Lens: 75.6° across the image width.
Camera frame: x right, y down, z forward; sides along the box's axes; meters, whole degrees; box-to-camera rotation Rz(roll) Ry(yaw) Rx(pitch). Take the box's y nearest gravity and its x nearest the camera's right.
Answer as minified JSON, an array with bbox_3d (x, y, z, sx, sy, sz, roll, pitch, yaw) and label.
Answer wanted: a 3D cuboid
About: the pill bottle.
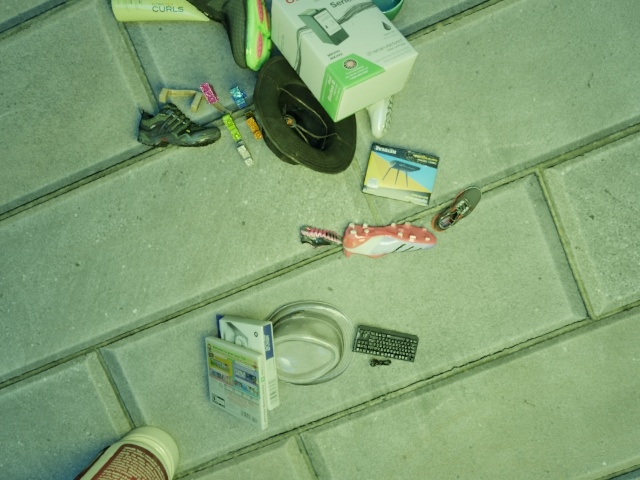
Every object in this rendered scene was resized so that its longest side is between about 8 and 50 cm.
[{"bbox_3d":[-0.513,0.650,1.019,0.223,0.392,0.224,0,95,3],"label":"pill bottle"}]

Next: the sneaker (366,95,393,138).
[{"bbox_3d":[0.142,-0.381,1.066,0.094,0.090,0.235,4,88,11],"label":"sneaker"}]

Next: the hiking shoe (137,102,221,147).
[{"bbox_3d":[-0.375,-0.305,1.085,0.226,0.086,0.114,0,98,3],"label":"hiking shoe"}]

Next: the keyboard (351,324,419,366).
[{"bbox_3d":[0.177,0.299,1.129,0.180,0.023,0.108,13,95,-11],"label":"keyboard"}]

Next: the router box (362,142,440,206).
[{"bbox_3d":[0.210,-0.173,1.093,0.178,0.046,0.133,12,96,1],"label":"router box"}]

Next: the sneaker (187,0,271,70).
[{"bbox_3d":[-0.259,-0.620,1.017,0.202,0.185,0.483,-23,83,5],"label":"sneaker"}]

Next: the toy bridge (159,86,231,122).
[{"bbox_3d":[-0.327,-0.366,1.089,0.188,0.026,0.063,17,55,-13],"label":"toy bridge"}]

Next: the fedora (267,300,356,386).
[{"bbox_3d":[-0.037,0.293,1.103,0.275,0.124,0.244,1,95,2],"label":"fedora"}]

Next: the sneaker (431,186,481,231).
[{"bbox_3d":[0.366,-0.077,1.085,0.158,0.065,0.061,-45,92,5],"label":"sneaker"}]

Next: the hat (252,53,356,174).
[{"bbox_3d":[-0.055,-0.284,1.031,0.331,0.331,0.134,54,136,-3],"label":"hat"}]

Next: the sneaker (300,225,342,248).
[{"bbox_3d":[0.000,0.000,1.123,0.119,0.047,0.057,14,117,2],"label":"sneaker"}]

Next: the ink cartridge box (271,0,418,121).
[{"bbox_3d":[0.045,-0.451,0.953,0.211,0.121,0.289,-31,76,-17],"label":"ink cartridge box"}]

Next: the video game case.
[{"bbox_3d":[-0.219,0.360,1.063,0.212,0.023,0.194,6,102,39],"label":"video game case"}]

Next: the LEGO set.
[{"bbox_3d":[-0.209,-0.319,1.063,0.087,0.093,0.227,-25,123,4],"label":"LEGO set"}]

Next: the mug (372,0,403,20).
[{"bbox_3d":[0.137,-0.624,1.031,0.129,0.097,0.158,-38,92,5],"label":"mug"}]

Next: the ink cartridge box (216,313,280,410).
[{"bbox_3d":[-0.211,0.315,1.093,0.223,0.045,0.224,-2,96,38],"label":"ink cartridge box"}]

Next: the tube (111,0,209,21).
[{"bbox_3d":[-0.413,-0.612,1.076,0.240,0.062,0.070,-3,125,-3],"label":"tube"}]

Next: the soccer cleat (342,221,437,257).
[{"bbox_3d":[0.182,0.006,1.103,0.247,0.083,0.095,3,124,-3],"label":"soccer cleat"}]
